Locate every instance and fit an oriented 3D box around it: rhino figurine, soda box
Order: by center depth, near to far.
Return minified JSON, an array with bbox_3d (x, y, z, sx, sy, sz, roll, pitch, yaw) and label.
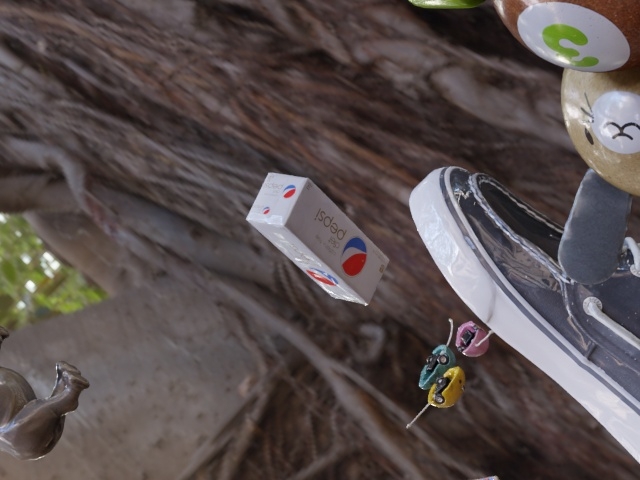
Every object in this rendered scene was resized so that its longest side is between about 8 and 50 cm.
[{"bbox_3d":[-0.353,0.138,1.287,0.106,0.243,0.073,-64,-15,-3],"label":"rhino figurine"},{"bbox_3d":[0.000,0.000,1.630,0.216,0.069,0.074,43,-115,-44],"label":"soda box"}]

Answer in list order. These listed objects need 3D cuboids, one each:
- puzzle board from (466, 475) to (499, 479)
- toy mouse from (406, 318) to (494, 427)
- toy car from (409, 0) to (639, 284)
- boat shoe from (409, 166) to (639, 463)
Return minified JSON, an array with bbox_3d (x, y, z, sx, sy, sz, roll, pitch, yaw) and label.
[{"bbox_3d":[0.156,0.264,1.083,0.011,0.128,0.096,-26,-4,-24],"label":"puzzle board"},{"bbox_3d":[0.169,0.147,1.567,0.161,0.031,0.143,-50,15,28],"label":"toy mouse"},{"bbox_3d":[0.133,-0.062,0.513,0.149,0.155,0.188,-32,-60,-45],"label":"toy car"},{"bbox_3d":[0.186,0.046,0.768,0.102,0.301,0.108,-52,-18,28],"label":"boat shoe"}]
